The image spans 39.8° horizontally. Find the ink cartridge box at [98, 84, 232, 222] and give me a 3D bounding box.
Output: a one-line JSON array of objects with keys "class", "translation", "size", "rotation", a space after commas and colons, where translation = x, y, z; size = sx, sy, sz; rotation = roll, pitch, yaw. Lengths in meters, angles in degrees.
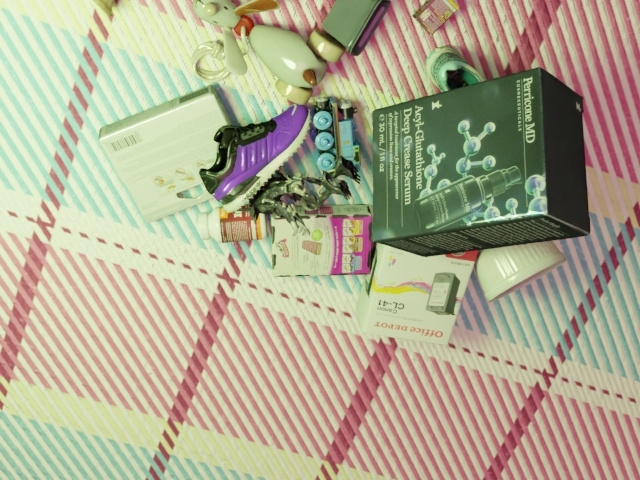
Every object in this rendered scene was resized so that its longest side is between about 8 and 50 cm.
[{"class": "ink cartridge box", "translation": [-0.318, -0.190, 1.981], "size": [0.275, 0.060, 0.239], "rotation": [-21, 125, 4]}]

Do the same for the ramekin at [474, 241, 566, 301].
[{"class": "ramekin", "translation": [0.460, 0.049, 2.077], "size": [0.207, 0.207, 0.109], "rotation": [-30, 78, 9]}]

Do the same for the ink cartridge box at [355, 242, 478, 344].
[{"class": "ink cartridge box", "translation": [0.232, 0.079, 2.109], "size": [0.226, 0.131, 0.306], "rotation": [9, 112, -9]}]

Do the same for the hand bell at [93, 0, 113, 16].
[{"class": "hand bell", "translation": [-0.387, -0.582, 1.784], "size": [0.242, 0.126, 0.126], "rotation": [-44, 111, 3]}]

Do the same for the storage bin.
[{"class": "storage bin", "translation": [0.073, -0.473, 1.871], "size": [0.091, 0.098, 0.135], "rotation": [37, 110, 10]}]

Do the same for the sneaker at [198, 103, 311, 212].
[{"class": "sneaker", "translation": [-0.149, -0.211, 1.917], "size": [0.146, 0.102, 0.293], "rotation": [44, 82, -24]}]

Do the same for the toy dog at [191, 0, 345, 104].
[{"class": "toy dog", "translation": [-0.111, -0.400, 1.844], "size": [0.334, 0.161, 0.220], "rotation": [9, 113, -9]}]

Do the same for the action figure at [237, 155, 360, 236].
[{"class": "action figure", "translation": [-0.052, -0.089, 1.951], "size": [0.276, 0.164, 0.141], "rotation": [-16, 125, 28]}]

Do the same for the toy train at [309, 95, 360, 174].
[{"class": "toy train", "translation": [0.034, -0.234, 1.981], "size": [0.105, 0.080, 0.184], "rotation": [-10, 114, -10]}]

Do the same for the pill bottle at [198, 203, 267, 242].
[{"class": "pill bottle", "translation": [-0.202, -0.039, 2.043], "size": [0.152, 0.086, 0.086], "rotation": [-5, 115, -3]}]

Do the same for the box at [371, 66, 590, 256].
[{"class": "box", "translation": [0.320, -0.143, 1.810], "size": [0.396, 0.293, 0.212], "rotation": [-10, 164, 37]}]

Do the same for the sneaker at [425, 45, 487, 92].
[{"class": "sneaker", "translation": [0.346, -0.304, 1.945], "size": [0.283, 0.122, 0.110], "rotation": [35, 107, -18]}]

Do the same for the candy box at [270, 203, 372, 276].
[{"class": "candy box", "translation": [0.000, 0.000, 2.085], "size": [0.234, 0.071, 0.159], "rotation": [-1, 115, -5]}]

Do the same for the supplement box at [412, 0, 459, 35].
[{"class": "supplement box", "translation": [0.247, -0.490, 1.895], "size": [0.083, 0.043, 0.055], "rotation": [-43, 111, 13]}]
